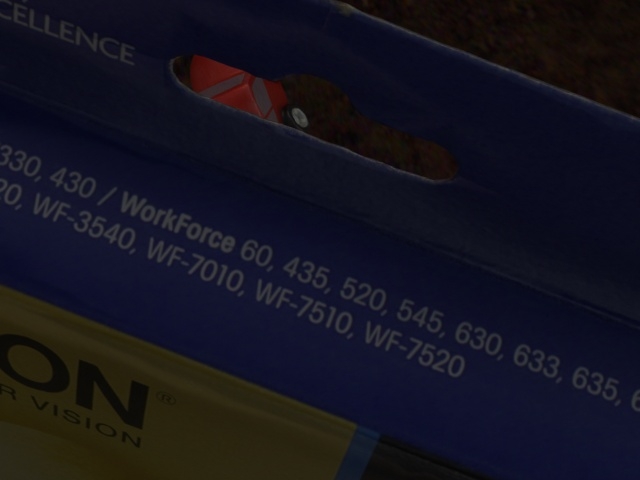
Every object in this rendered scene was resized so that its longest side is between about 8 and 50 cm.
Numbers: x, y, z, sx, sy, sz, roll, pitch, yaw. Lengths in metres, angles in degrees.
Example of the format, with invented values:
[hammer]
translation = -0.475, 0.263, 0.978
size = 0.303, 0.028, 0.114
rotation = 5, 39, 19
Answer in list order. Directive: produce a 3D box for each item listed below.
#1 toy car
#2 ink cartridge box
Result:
[toy car]
translation = 0.000, 0.000, 0.813
size = 0.225, 0.053, 0.239
rotation = 16, 110, 24
[ink cartridge box]
translation = -0.029, 0.051, 0.414
size = 0.304, 0.072, 0.307
rotation = 21, 148, 3
